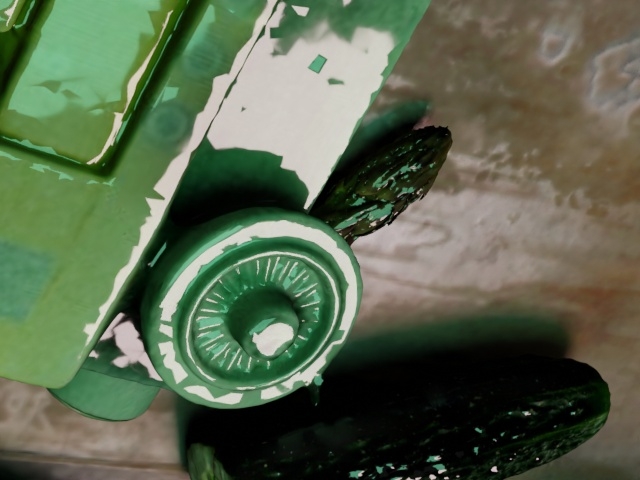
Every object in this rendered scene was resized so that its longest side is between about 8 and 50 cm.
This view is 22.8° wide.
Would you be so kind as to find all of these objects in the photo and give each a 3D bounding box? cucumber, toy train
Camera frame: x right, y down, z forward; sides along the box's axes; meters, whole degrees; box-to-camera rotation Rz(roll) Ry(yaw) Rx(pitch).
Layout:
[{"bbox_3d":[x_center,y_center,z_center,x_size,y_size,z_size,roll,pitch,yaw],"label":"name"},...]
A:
[{"bbox_3d":[0.053,0.106,0.846,0.241,0.074,0.074,-13,128,-21],"label":"cucumber"},{"bbox_3d":[-0.057,-0.104,0.585,0.253,0.160,0.397,18,114,-30],"label":"toy train"}]

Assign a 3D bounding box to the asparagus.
[{"bbox_3d":[0.000,0.000,0.769,0.165,0.030,0.036,-39,108,5],"label":"asparagus"}]
